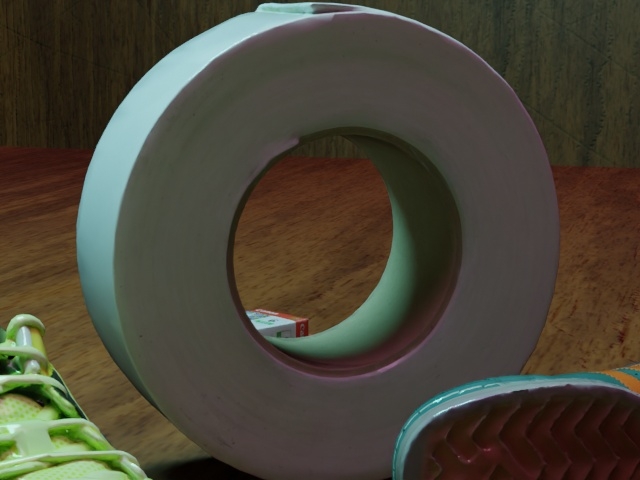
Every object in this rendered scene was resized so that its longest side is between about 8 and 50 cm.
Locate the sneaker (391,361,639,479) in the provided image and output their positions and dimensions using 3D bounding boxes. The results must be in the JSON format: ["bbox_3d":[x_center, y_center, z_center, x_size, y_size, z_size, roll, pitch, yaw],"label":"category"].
[{"bbox_3d":[0.165,0.116,0.761,0.302,0.108,0.121,6,6,-20],"label":"sneaker"}]

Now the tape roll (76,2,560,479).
[{"bbox_3d":[0.000,0.000,0.887,0.286,0.286,0.100,-3,9,-20],"label":"tape roll"}]

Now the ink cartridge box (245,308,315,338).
[{"bbox_3d":[-0.045,0.076,1.216,0.115,0.029,0.063,-9,12,-43],"label":"ink cartridge box"}]

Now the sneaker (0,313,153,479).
[{"bbox_3d":[-0.146,0.112,0.615,0.145,0.147,0.385,-5,12,-42],"label":"sneaker"}]
